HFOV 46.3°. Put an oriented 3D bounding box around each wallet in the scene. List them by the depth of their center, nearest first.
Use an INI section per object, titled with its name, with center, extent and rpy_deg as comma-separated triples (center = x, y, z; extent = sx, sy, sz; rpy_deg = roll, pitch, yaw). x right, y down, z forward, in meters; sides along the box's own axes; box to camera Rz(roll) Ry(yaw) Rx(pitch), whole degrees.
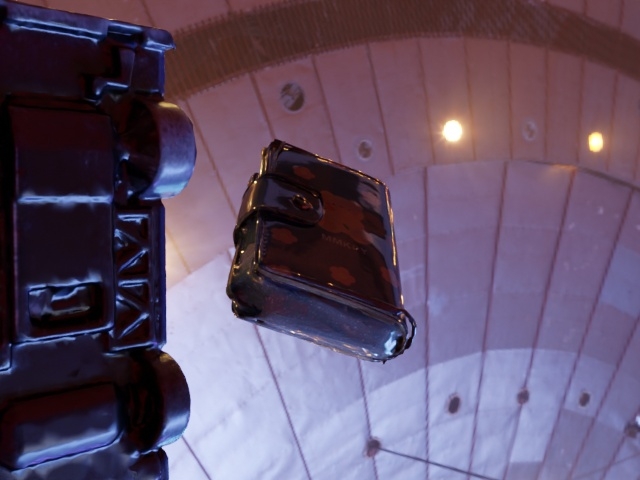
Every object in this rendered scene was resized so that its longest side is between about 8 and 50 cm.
[wallet]
center = 0.000, 0.000, 0.600
extent = 0.141, 0.202, 0.059
rpy_deg = 18, -58, -12

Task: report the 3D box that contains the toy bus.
[toy bus]
center = -0.170, 0.031, 0.394
extent = 0.138, 0.175, 0.288
rpy_deg = -4, -84, -47
